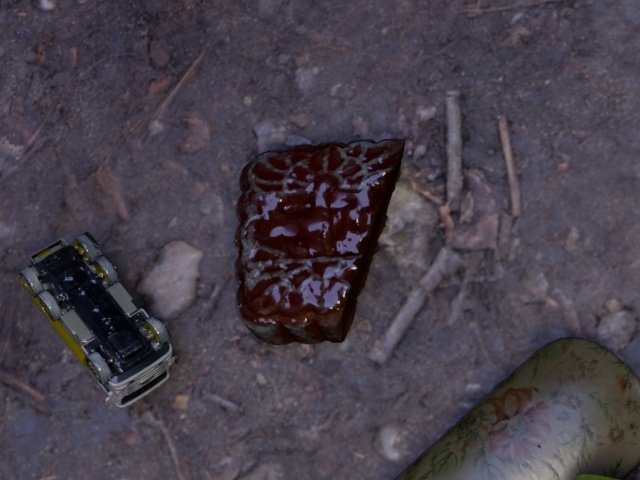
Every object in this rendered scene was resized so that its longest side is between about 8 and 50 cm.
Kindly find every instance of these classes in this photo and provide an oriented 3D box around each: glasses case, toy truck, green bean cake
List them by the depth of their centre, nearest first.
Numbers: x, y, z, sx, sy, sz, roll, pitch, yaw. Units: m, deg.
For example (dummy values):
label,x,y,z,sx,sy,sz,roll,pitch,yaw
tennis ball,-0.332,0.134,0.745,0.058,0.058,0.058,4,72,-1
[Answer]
label,x,y,z,sx,sy,sz,roll,pitch,yaw
glasses case,0.159,0.274,1.291,0.425,0.098,0.156,-42,71,-3
green bean cake,0.000,0.000,1.446,0.198,0.097,0.233,-1,68,15
toy truck,-0.262,0.090,1.479,0.098,0.114,0.227,-32,63,-22

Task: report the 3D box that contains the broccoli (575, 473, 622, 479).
label,x,y,z,sx,sy,sz,roll,pitch,yaw
broccoli,0.248,0.406,1.140,0.361,0.221,0.252,-64,29,4
